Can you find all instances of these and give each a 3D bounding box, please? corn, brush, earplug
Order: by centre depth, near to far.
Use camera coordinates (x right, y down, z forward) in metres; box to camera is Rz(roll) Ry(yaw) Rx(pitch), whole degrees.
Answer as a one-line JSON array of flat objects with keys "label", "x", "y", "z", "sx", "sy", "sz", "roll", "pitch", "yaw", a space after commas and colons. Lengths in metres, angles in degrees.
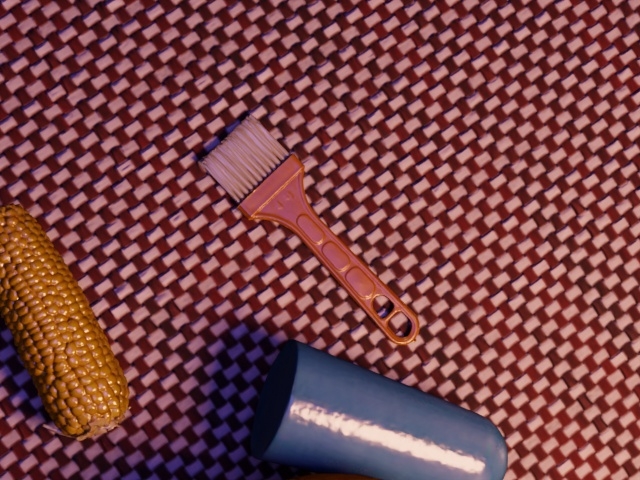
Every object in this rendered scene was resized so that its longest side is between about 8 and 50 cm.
[{"label": "corn", "x": -0.283, "y": 0.085, "z": 1.526, "sx": 0.091, "sy": 0.091, "sz": 0.260, "roll": -29, "pitch": 92, "yaw": -47}, {"label": "earplug", "x": 0.075, "y": 0.210, "z": 1.573, "sx": 0.273, "sy": 0.132, "sz": 0.132, "roll": 19, "pitch": 83, "yaw": -13}, {"label": "brush", "x": 0.000, "y": 0.000, "z": 1.626, "sx": 0.090, "sy": 0.017, "sz": 0.314, "roll": -44, "pitch": 96, "yaw": -11}]

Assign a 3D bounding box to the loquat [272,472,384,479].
[{"label": "loquat", "x": 0.019, "y": 0.388, "z": 1.451, "sx": 0.328, "sy": 0.328, "sz": 0.328, "roll": 1, "pitch": 86, "yaw": -11}]
